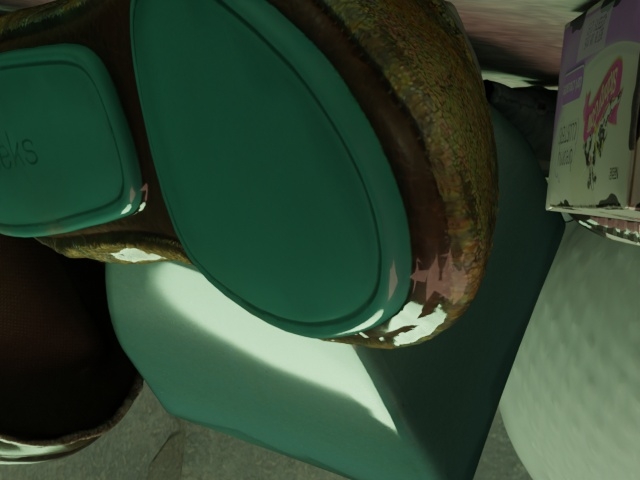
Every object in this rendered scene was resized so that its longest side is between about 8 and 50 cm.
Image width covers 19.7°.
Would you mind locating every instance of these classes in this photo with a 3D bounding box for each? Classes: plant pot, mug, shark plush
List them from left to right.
[{"bbox_3d":[0.000,0.000,0.837,0.166,0.165,0.234,18,165,17],"label":"plant pot"},{"bbox_3d":[0.116,-0.069,0.921,0.067,0.073,0.161,-21,152,27],"label":"shark plush"},{"bbox_3d":[0.243,0.042,1.101,0.374,0.276,0.328,37,170,-8],"label":"mug"}]

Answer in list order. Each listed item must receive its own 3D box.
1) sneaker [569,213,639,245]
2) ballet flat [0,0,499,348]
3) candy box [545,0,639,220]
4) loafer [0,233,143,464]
[{"bbox_3d":[0.229,-0.032,0.864,0.234,0.078,0.106,3,178,5],"label":"sneaker"},{"bbox_3d":[-0.019,-0.044,0.580,0.123,0.123,0.348,6,-179,-28],"label":"ballet flat"},{"bbox_3d":[0.178,-0.032,0.565,0.196,0.070,0.165,6,-179,-1],"label":"candy box"},{"bbox_3d":[-0.195,-0.002,0.813,0.130,0.134,0.366,-5,150,40],"label":"loafer"}]
